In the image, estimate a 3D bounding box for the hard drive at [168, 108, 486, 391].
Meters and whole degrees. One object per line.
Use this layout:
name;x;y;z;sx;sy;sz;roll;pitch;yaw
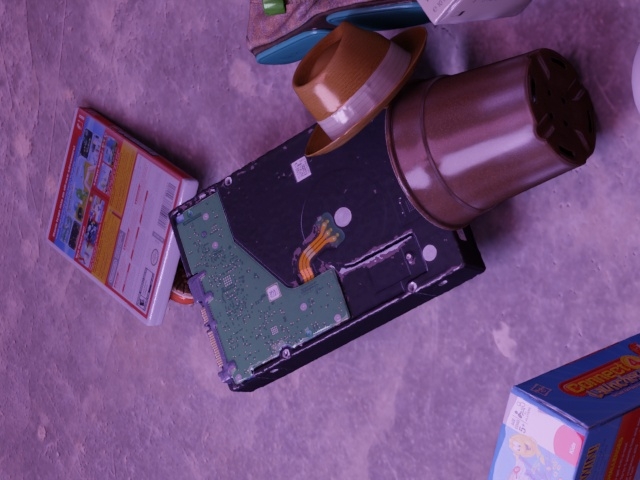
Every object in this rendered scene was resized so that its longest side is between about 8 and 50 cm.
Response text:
hard drive;0.000;0.000;1.826;0.339;0.064;0.237;-30;68;25

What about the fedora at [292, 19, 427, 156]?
fedora;0.028;-0.176;1.709;0.079;0.194;0.194;44;136;-15

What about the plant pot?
plant pot;0.181;-0.111;1.662;0.165;0.167;0.167;-19;87;38

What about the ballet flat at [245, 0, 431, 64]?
ballet flat;0.023;-0.277;1.809;0.316;0.107;0.106;-9;81;45

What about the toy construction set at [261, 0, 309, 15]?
toy construction set;-0.147;-0.424;1.749;0.257;0.237;0.309;-92;-9;-48

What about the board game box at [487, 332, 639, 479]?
board game box;0.272;0.249;1.558;0.086;0.302;0.308;30;120;36

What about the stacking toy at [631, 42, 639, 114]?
stacking toy;0.382;-0.157;1.215;0.350;0.480;0.351;13;109;42

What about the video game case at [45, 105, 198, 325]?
video game case;-0.269;-0.037;2.157;0.285;0.025;0.204;33;114;45

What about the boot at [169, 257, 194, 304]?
boot;-0.208;0.063;2.158;0.158;0.059;0.085;29;123;46

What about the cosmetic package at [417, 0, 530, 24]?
cosmetic package;0.117;-0.375;1.654;0.296;0.153;0.129;56;131;16
